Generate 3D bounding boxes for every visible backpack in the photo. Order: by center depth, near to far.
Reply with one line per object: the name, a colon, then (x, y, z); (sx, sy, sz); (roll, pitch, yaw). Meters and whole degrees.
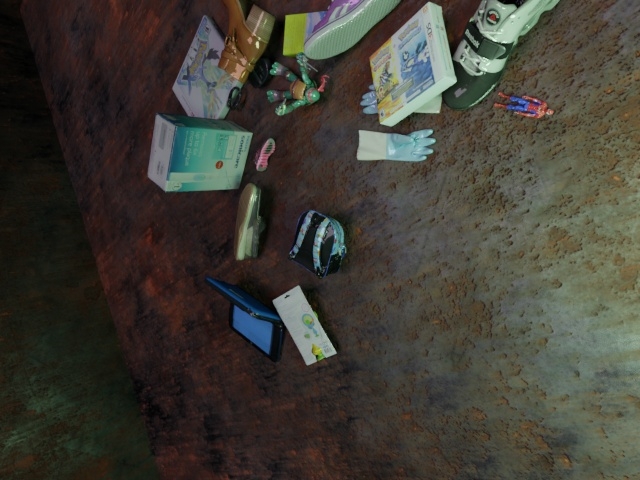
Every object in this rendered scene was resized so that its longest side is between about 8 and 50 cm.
backpack: (0.000, 0.000, 1.190); (0.158, 0.116, 0.174); (28, 115, 34)

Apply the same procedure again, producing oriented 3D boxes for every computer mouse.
computer mouse: (-0.232, -0.512, 1.352); (0.242, 0.041, 0.071); (-28, 93, 40)

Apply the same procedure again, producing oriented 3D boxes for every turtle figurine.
turtle figurine: (-0.072, -0.436, 1.180); (0.234, 0.118, 0.176); (38, 106, 47)

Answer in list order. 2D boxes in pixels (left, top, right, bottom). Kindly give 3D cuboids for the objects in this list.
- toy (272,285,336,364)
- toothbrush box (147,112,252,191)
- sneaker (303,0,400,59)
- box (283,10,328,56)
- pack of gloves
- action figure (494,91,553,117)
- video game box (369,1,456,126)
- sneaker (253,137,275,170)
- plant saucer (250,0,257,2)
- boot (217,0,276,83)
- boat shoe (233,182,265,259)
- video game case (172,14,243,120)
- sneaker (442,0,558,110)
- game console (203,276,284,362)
toy: (-0.044, 0.268, 1.316); (0.136, 0.056, 0.238); (-33, 81, 35)
toothbrush box: (-0.395, -0.286, 1.363); (0.126, 0.295, 0.217); (35, 117, 30)
sneaker: (0.060, -0.597, 1.046); (0.281, 0.102, 0.161); (-28, 75, 22)
box: (-0.028, -0.583, 1.163); (0.178, 0.042, 0.109); (18, 110, 36)
pack of gloves: (0.183, -0.300, 1.032); (0.231, 0.046, 0.195); (10, 105, 39)
action figure: (0.420, -0.277, 0.845); (0.115, 0.030, 0.038); (28, 110, 32)
video game box: (0.204, -0.397, 0.945); (0.205, 0.048, 0.187); (-25, 66, 53)
sneaker: (-0.191, -0.292, 1.357); (0.057, 0.047, 0.119); (53, 126, 35)
plant saucer: (-0.216, -0.845, 1.290); (0.168, 0.029, 0.169); (8, 102, 40)
boot: (-0.264, -0.644, 1.296); (0.283, 0.109, 0.220); (44, 116, 26)
boat shoe: (-0.233, -0.059, 1.397); (0.103, 0.092, 0.286); (51, 133, 53)
video game case: (-0.414, -0.581, 1.498); (0.329, 0.036, 0.300); (-46, 68, 35)
sneaker: (0.337, -0.419, 0.816); (0.122, 0.146, 0.331); (47, 125, 23)
game console: (-0.279, 0.282, 1.450); (0.292, 0.250, 0.174); (25, 86, 35)
